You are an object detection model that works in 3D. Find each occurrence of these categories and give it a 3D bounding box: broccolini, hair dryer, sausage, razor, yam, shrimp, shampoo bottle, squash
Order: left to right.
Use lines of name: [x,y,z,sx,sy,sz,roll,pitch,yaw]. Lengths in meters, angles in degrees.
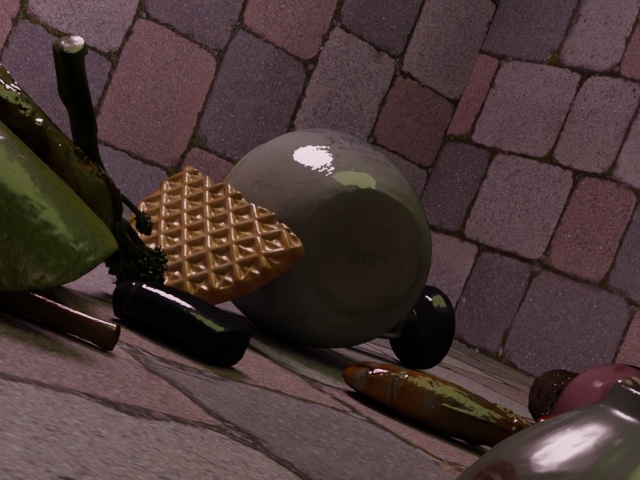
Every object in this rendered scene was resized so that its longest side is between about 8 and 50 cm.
squash: [-0.333,-0.021,1.051,0.260,0.189,0.189,45,0,-1]
sausage: [-0.235,0.066,1.040,0.116,0.026,0.026,22,0,4]
broccolini: [-0.232,-0.073,1.334,0.078,0.074,0.392,24,-38,21]
razor: [-0.147,0.085,1.248,0.148,0.054,0.090,22,4,26]
shampoo bottle: [0.000,0.000,1.745,0.322,0.322,0.317,22,11,-28]
hair dryer: [0.047,0.112,2.162,0.320,0.156,0.284,13,15,-28]
shrimp: [0.161,0.213,1.431,0.287,0.063,0.152,21,-11,10]
yam: [0.412,0.275,1.912,0.131,0.131,0.279,22,0,2]

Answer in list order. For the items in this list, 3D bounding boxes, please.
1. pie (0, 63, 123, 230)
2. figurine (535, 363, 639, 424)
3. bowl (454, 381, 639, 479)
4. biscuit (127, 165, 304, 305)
pie: [-0.338,-0.093,1.253,0.288,0.103,0.354,46,-25,-2]
figurine: [0.412,0.251,1.624,0.173,0.173,0.173,22,0,0]
bowl: [0.242,0.194,0.795,0.337,0.158,0.337,23,-1,0]
biscuit: [-0.176,0.000,1.589,0.309,0.204,0.040,33,-25,47]
